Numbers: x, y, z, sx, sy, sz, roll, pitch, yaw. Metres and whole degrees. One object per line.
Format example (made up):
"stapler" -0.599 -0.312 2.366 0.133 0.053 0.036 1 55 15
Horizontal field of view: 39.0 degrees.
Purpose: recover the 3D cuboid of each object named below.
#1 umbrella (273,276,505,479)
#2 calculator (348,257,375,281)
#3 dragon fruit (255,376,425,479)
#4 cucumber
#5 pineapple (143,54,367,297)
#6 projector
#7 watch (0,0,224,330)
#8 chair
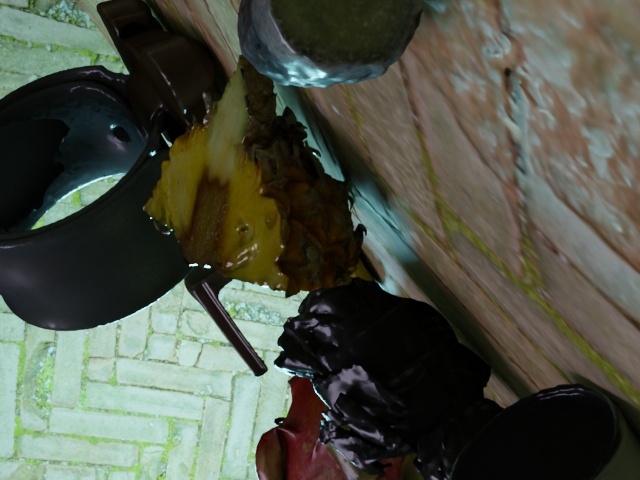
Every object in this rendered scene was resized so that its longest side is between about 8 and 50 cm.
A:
"umbrella" 0.110 0.162 0.684 0.336 0.128 0.154 40 -166 10
"calculator" 0.000 0.000 1.008 0.146 0.032 0.235 55 173 -18
"dragon fruit" 0.045 0.215 0.954 0.307 0.227 0.243 -137 45 -85
"cucumber" 0.000 -0.092 0.363 0.064 0.064 0.112 54 176 -12
"pineapple" -0.033 -0.059 0.713 0.249 0.139 0.164 14 102 57
"projector" 0.202 0.240 0.516 0.338 0.108 0.108 54 174 -15
"watch" -0.261 -0.076 1.032 0.335 0.326 0.314 50 166 43
"chair" -0.129 -0.001 1.284 0.326 0.183 0.175 53 173 -15
